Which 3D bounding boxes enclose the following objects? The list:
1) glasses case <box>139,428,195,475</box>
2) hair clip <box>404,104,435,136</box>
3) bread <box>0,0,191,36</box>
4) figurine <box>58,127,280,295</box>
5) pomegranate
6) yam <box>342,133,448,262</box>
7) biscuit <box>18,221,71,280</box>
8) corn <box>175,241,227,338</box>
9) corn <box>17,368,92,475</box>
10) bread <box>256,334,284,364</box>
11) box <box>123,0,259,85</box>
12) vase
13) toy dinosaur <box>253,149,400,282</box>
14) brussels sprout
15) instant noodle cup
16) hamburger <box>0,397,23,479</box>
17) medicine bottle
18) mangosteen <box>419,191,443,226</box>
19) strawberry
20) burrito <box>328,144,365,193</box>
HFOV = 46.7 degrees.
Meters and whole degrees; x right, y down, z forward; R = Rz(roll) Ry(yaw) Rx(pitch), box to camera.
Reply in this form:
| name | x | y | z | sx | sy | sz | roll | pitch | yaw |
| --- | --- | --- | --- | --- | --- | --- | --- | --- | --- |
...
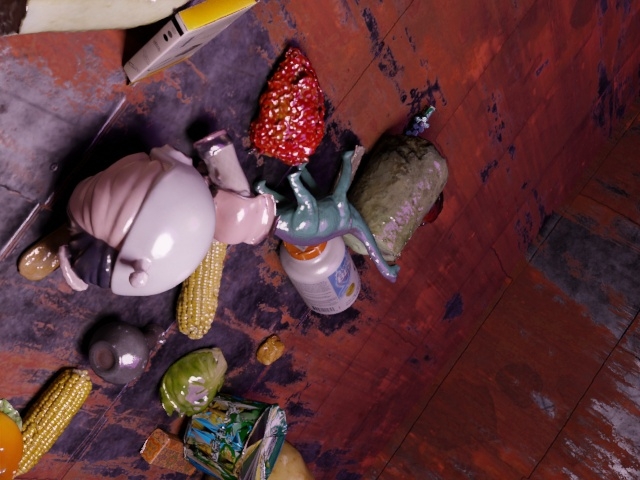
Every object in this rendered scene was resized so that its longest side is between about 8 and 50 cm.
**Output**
| name | x | y | z | sx | sy | sz | roll | pitch | yaw |
| --- | --- | --- | --- | --- | --- | --- | --- | --- | --- |
| glasses case | -0.362 | 0.524 | 1.835 | 0.075 | 0.049 | 0.218 | -52 | 152 | -9 |
| hair clip | 0.236 | -0.274 | 1.905 | 0.173 | 0.049 | 0.049 | -58 | 152 | 9 |
| bread | -0.227 | -0.400 | 0.873 | 0.341 | 0.210 | 0.300 | -20 | 170 | -39 |
| figurine | -0.246 | -0.047 | 1.228 | 0.361 | 0.211 | 0.253 | -23 | 129 | -55 |
| pomegranate | -0.165 | 0.714 | 2.073 | 0.332 | 0.332 | 0.332 | -37 | 147 | -29 |
| yam | 0.173 | -0.105 | 1.801 | 0.300 | 0.195 | 0.195 | -57 | 152 | -9 |
| biscuit | -0.428 | 0.011 | 1.215 | 0.147 | 0.018 | 0.071 | -41 | 146 | -22 |
| corn | -0.239 | 0.077 | 1.507 | 0.086 | 0.086 | 0.288 | -19 | 134 | -47 |
| corn | -0.513 | 0.339 | 1.376 | 0.238 | 0.080 | 0.080 | -50 | 152 | -5 |
| bread | -0.130 | 0.288 | 1.940 | 0.083 | 0.046 | 0.081 | -51 | 157 | -10 |
| box | -0.200 | -0.295 | 1.081 | 0.129 | 0.247 | 0.033 | -36 | 103 | -33 |
| vase | -0.365 | 0.207 | 1.437 | 0.120 | 0.120 | 0.183 | -63 | 165 | 14 |
| toy dinosaur | 0.000 | 0.000 | 1.569 | 0.383 | 0.129 | 0.331 | -26 | 104 | -34 |
| brussels sprout | -0.287 | 0.323 | 1.696 | 0.181 | 0.100 | 0.139 | -33 | 127 | -16 |
| instant noodle cup | -0.214 | 0.488 | 1.837 | 0.240 | 0.178 | 0.240 | -44 | 141 | -52 |
| hamburger | -0.585 | 0.354 | 1.186 | 0.246 | 0.170 | 0.246 | -34 | 145 | -29 |
| medicine bottle | -0.005 | 0.055 | 1.761 | 0.157 | 0.157 | 0.288 | -48 | 151 | -13 |
| mangosteen | 0.257 | -0.128 | 1.983 | 0.166 | 0.166 | 0.180 | 38 | 63 | -62 |
| strawberry | -0.037 | -0.254 | 1.441 | 0.174 | 0.098 | 0.228 | -13 | 132 | -52 |
| burrito | 0.060 | -0.156 | 1.757 | 0.051 | 0.042 | 0.171 | -28 | 145 | -57 |
